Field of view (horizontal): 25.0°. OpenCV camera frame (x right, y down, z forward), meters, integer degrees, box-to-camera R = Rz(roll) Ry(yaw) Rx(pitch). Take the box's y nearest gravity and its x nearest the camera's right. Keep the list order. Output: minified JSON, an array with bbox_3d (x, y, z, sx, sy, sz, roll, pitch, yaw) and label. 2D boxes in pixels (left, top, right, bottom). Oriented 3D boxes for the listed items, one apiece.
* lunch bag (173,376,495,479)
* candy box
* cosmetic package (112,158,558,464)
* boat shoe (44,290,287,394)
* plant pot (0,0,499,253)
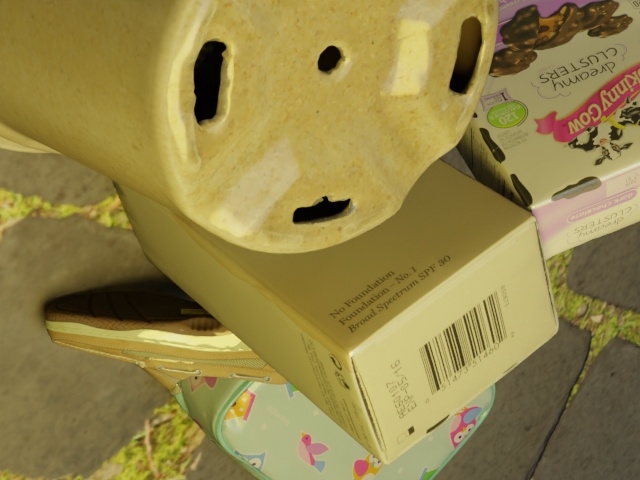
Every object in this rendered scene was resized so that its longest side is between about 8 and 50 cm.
[{"bbox_3d":[0.021,0.121,1.241,0.224,0.108,0.279,-50,136,-6],"label":"lunch bag"},{"bbox_3d":[0.173,-0.100,0.988,0.164,0.196,0.070,-22,144,-8],"label":"candy box"},{"bbox_3d":[0.000,0.000,1.007,0.160,0.309,0.113,-36,133,-19],"label":"cosmetic package"},{"bbox_3d":[-0.112,0.083,1.082,0.190,0.068,0.072,5,111,1],"label":"boat shoe"},{"bbox_3d":[-0.074,-0.150,0.856,0.333,0.305,0.334,-20,127,-29],"label":"plant pot"}]
